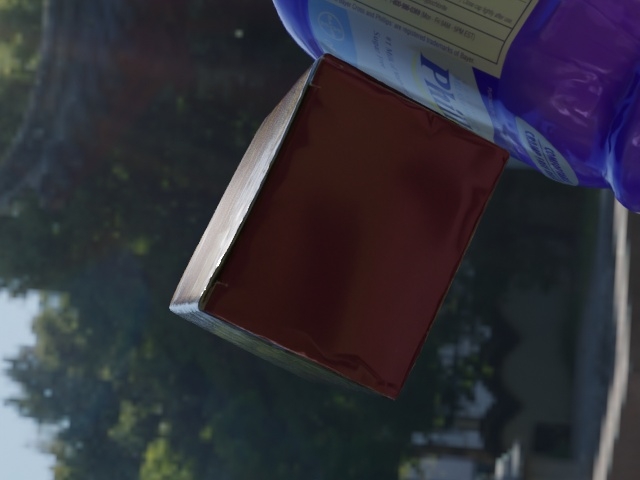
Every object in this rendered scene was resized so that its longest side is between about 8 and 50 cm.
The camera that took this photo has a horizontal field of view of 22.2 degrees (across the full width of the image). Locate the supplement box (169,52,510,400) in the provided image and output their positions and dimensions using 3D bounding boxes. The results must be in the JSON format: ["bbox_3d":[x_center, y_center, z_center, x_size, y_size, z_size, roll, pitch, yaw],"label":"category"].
[{"bbox_3d":[0.000,0.000,0.664,0.104,0.081,0.188,-64,6,-6],"label":"supplement box"}]

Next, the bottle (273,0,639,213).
[{"bbox_3d":[0.108,-0.083,0.767,0.092,0.283,0.118,-57,-31,-7],"label":"bottle"}]
